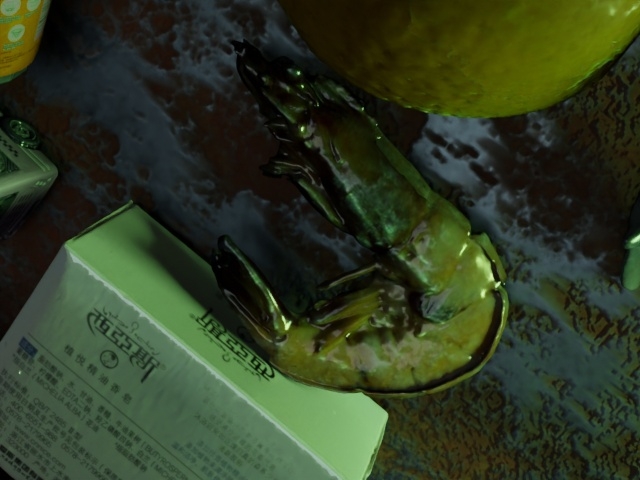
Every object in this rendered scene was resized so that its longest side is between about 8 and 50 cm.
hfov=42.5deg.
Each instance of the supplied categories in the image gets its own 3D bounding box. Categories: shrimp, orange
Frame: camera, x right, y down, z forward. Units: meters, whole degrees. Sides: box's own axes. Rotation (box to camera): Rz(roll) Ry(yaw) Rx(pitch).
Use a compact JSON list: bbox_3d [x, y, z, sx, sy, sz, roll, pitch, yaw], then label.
[{"bbox_3d":[0.000,-0.001,0.593,0.178,0.075,0.289,-43,101,5],"label":"shrimp"},{"bbox_3d":[0.106,-0.229,0.463,0.262,0.196,0.335,26,104,-8],"label":"orange"}]

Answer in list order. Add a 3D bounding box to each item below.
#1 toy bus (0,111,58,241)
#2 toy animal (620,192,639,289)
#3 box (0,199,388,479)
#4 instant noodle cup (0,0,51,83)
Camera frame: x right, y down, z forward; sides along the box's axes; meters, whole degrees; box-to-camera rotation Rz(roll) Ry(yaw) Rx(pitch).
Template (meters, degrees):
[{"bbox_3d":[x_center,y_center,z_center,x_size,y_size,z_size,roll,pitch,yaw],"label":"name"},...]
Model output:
[{"bbox_3d":[-0.315,-0.084,0.643,0.199,0.108,0.096,44,112,0],"label":"toy bus"},{"bbox_3d":[0.274,-0.114,0.448,0.367,0.205,0.081,-43,48,23],"label":"toy animal"},{"bbox_3d":[-0.119,0.140,0.649,0.274,0.116,0.203,39,114,1],"label":"box"},{"bbox_3d":[-0.260,-0.188,0.578,0.208,0.178,0.126,9,128,-19],"label":"instant noodle cup"}]
